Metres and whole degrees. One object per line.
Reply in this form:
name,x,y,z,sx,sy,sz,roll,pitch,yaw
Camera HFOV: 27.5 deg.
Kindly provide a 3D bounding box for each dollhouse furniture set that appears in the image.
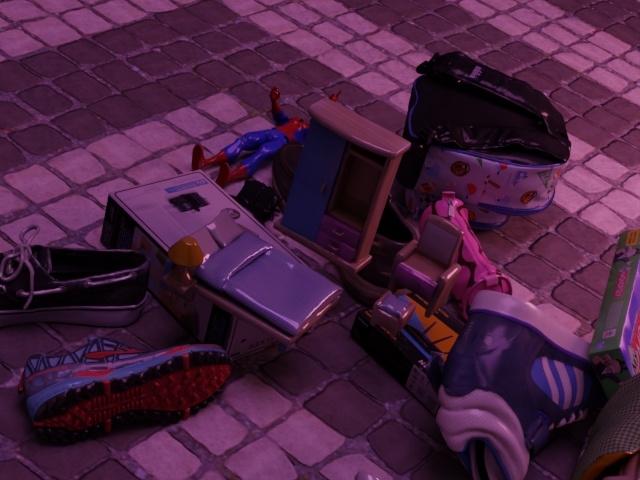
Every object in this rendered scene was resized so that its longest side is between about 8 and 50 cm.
dollhouse furniture set,0.240,0.267,1.423,0.151,0.301,0.197,24,37,6
dollhouse furniture set,0.000,0.000,1.633,0.286,0.198,0.303,30,36,18

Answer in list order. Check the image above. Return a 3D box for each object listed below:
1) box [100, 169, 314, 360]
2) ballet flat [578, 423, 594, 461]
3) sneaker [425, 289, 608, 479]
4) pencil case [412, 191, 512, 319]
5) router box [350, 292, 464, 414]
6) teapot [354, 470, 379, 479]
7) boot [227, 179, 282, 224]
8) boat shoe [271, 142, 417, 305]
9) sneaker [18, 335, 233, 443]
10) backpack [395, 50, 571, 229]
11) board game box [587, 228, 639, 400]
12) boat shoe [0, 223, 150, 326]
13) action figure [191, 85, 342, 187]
box,-0.148,0.029,1.783,0.169,0.087,0.290,-16,46,-39
ballet flat,0.361,0.316,1.621,0.079,0.077,0.221,-15,42,-10
sneaker,0.259,0.226,1.674,0.130,0.236,0.323,4,-22,42
pencil case,0.213,0.024,1.938,0.095,0.098,0.209,0,38,-23
router box,0.147,0.148,1.779,0.133,0.046,0.179,-16,47,-40
teapot,0.045,0.390,1.257,0.187,0.256,0.252,11,12,-47
boot,-0.122,-0.062,1.962,0.121,0.045,0.099,30,38,6
boat shoe,0.049,-0.053,1.945,0.132,0.130,0.355,-10,43,-34
sneaker,-0.232,0.150,1.566,0.262,0.104,0.125,-7,39,-32
backpack,0.260,-0.139,2.090,0.263,0.213,0.276,10,40,3
board game box,0.443,0.149,1.781,0.046,0.213,0.317,-15,23,28
boat shoe,-0.366,0.046,1.650,0.306,0.105,0.113,6,36,-16
action figure,-0.071,-0.186,2.084,0.091,0.139,0.280,36,36,24
